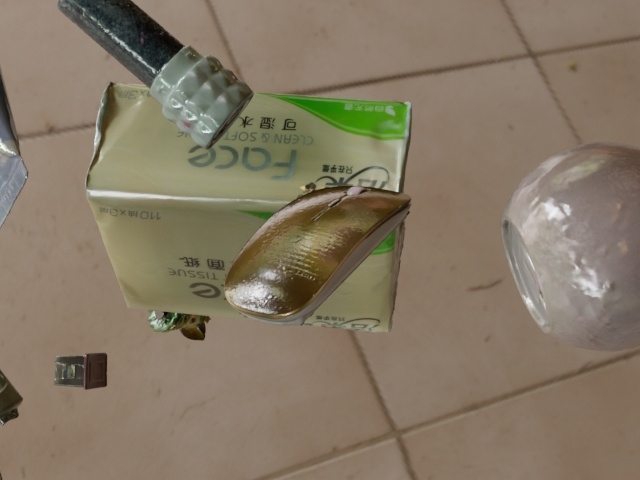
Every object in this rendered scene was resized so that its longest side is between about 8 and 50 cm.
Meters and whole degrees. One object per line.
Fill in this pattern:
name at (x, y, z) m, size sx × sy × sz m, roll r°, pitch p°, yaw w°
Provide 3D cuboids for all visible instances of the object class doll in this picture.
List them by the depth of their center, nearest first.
doll at (0.271, -0.027, 0.715) m, size 0.287 × 0.151 × 0.151 m, roll -22°, pitch 70°, yaw -1°
doll at (-0.232, 0.120, 1.700) m, size 0.076 × 0.113 × 0.078 m, roll -6°, pitch 74°, yaw 23°

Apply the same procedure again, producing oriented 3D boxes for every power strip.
power strip at (-0.630, 0.203, 1.836) m, size 0.286 × 0.048 × 0.080 m, roll 52°, pitch 42°, yaw 5°

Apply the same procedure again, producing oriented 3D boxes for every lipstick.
lipstick at (-0.083, -0.091, 0.469) m, size 0.116 × 0.037 × 0.037 m, roll 42°, pitch 56°, yaw -3°

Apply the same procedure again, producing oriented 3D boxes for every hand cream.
hand cream at (-0.292, -0.127, 0.882) m, size 0.058 × 0.091 × 0.271 m, roll 7°, pitch 47°, yaw -41°

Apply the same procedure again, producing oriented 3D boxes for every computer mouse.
computer mouse at (0.000, 0.000, 1.106) m, size 0.125 × 0.056 × 0.245 m, roll 12°, pitch 38°, yaw 36°

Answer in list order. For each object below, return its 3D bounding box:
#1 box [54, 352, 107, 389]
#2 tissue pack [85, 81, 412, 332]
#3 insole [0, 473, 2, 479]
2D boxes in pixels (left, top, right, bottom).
box at (-0.397, 0.216, 1.738) m, size 0.063 × 0.084 × 0.060 m, roll -2°, pitch 86°, yaw 12°
tissue pack at (-0.085, -0.038, 1.443) m, size 0.404 × 0.332 × 0.205 m, roll 5°, pitch 58°, yaw 5°
insole at (-0.447, 0.216, 1.279) m, size 0.003 × 0.080 × 0.232 m, roll -19°, pitch 73°, yaw -53°
